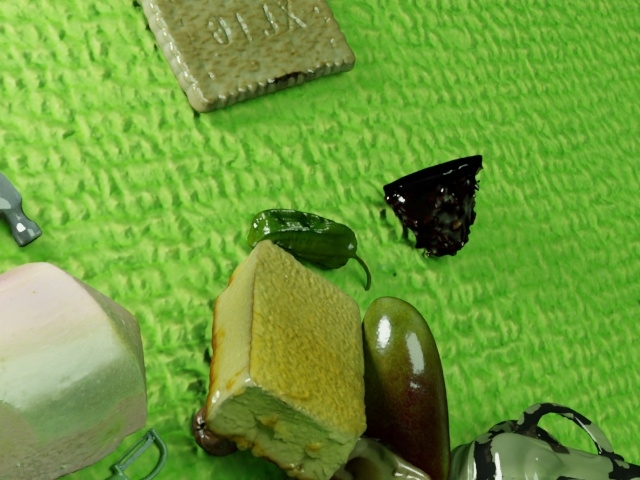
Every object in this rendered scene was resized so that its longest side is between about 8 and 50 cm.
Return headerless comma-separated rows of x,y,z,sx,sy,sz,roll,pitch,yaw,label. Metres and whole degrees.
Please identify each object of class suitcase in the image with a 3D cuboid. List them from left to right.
0.317,0.380,1.527,0.352,0.194,0.339,19,55,-29,suitcase

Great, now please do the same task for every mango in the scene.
0.096,0.206,1.477,0.111,0.133,0.267,-14,98,-58,mango

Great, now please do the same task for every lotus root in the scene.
0.051,0.359,1.378,0.188,0.199,0.180,-40,132,-19,lotus root

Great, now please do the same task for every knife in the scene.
-0.237,0.292,1.273,0.054,0.015,0.212,56,46,-10,knife

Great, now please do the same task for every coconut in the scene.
-0.293,0.141,1.183,0.245,0.233,0.233,-25,83,-35,coconut

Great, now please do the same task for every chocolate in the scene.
0.181,-0.042,1.698,0.156,0.156,0.133,-29,103,-43,chocolate

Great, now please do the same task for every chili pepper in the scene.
-0.001,-0.001,1.572,0.204,0.073,0.072,16,45,-32,chili pepper

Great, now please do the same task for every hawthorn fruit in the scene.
-0.103,0.224,1.378,0.103,0.067,0.066,3,66,-39,hawthorn fruit

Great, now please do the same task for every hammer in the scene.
-0.449,0.000,1.248,0.290,0.037,0.137,-36,92,-43,hammer

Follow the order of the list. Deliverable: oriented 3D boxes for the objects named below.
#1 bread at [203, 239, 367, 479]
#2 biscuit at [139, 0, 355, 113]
-0.041,0.144,1.390,0.185,0.114,0.274,34,31,-23,bread
-0.103,-0.308,1.668,0.325,0.044,0.217,-25,84,-42,biscuit
